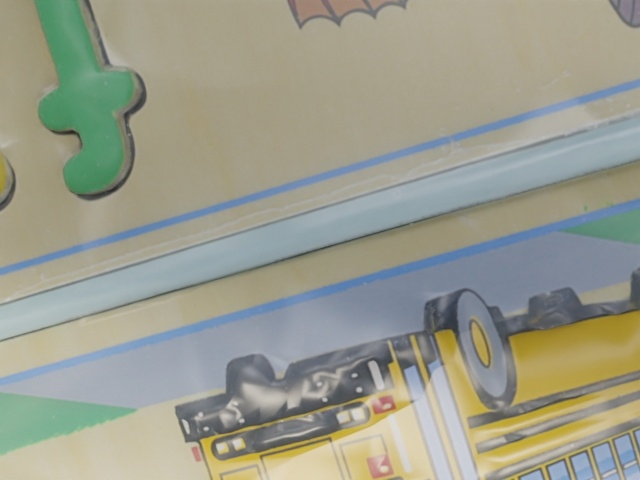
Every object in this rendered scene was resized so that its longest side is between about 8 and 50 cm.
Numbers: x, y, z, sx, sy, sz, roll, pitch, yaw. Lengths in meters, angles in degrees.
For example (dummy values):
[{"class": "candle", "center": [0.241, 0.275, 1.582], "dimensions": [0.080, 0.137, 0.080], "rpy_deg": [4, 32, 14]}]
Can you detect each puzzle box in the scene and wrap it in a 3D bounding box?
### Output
[{"class": "puzzle box", "center": [0.000, 0.000, 0.439], "dimensions": [0.409, 0.052, 0.272], "rpy_deg": [-17, 96, 20]}]
